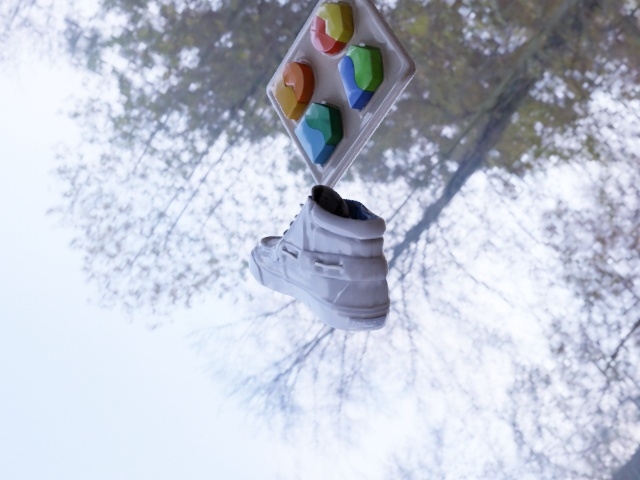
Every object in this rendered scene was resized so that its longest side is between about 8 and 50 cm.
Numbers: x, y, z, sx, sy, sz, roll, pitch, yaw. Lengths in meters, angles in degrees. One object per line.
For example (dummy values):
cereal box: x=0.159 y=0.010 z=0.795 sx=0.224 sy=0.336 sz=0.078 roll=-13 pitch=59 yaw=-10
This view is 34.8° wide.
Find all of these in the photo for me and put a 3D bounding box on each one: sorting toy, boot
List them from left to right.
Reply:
boot: x=0.000 y=0.000 z=1.082 sx=0.095 sy=0.123 sz=0.258 roll=-4 pitch=-165 yaw=-28
sorting toy: x=0.011 y=-0.183 z=1.155 sx=0.038 sy=0.193 sz=0.208 roll=7 pitch=-136 yaw=-36
